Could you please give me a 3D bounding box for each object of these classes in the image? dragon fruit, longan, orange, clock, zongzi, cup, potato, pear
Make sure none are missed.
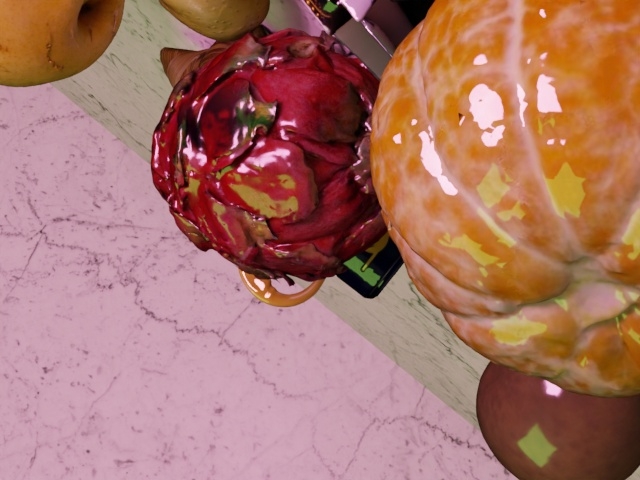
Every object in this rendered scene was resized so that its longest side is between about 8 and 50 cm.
[{"bbox_3d":[-0.048,-0.102,0.982,0.329,0.329,0.329,39,167,10],"label":"dragon fruit"},{"bbox_3d":[0.344,0.232,1.127,0.258,0.258,0.258,39,167,10],"label":"longan"},{"bbox_3d":[0.191,-0.046,0.523,0.330,0.249,0.329,10,138,9],"label":"orange"},{"bbox_3d":[0.024,-0.228,0.675,0.186,0.083,0.253,54,-167,12],"label":"clock"},{"bbox_3d":[-0.173,-0.274,1.241,0.288,0.134,0.286,46,163,14],"label":"zongzi"},{"bbox_3d":[0.009,-0.008,1.304,0.256,0.255,0.178,39,-161,6],"label":"cup"},{"bbox_3d":[-0.142,-0.331,0.898,0.248,0.144,0.169,50,-156,-52],"label":"potato"},{"bbox_3d":[-0.463,-0.399,1.178,0.348,0.348,0.348,39,167,10],"label":"pear"}]
